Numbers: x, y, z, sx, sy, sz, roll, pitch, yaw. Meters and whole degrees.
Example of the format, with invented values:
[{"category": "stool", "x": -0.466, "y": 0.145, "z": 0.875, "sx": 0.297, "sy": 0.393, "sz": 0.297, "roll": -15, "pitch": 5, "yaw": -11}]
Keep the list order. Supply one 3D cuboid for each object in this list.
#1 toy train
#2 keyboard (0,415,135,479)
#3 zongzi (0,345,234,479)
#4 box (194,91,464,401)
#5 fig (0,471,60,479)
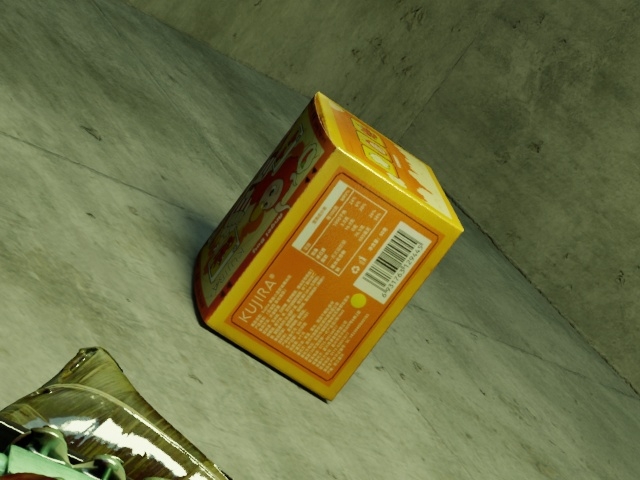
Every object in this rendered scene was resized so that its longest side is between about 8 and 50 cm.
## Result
[{"category": "toy train", "x": -0.185, "y": 0.224, "z": 1.206, "sx": 0.194, "sy": 0.125, "sz": 0.081, "roll": 27, "pitch": 19, "yaw": -24}, {"category": "keyboard", "x": -0.157, "y": 0.232, "z": 1.279, "sx": 0.317, "sy": 0.106, "sz": 0.027, "roll": 32, "pitch": 6, "yaw": -27}, {"category": "zongzi", "x": -0.172, "y": 0.218, "z": 1.316, "sx": 0.248, "sy": 0.111, "sz": 0.241, "roll": 41, "pitch": 23, "yaw": 8}, {"category": "box", "x": 0.000, "y": 0.000, "z": 2.049, "sx": 0.214, "sy": 0.283, "sz": 0.259, "roll": 34, "pitch": 14, "yaw": -17}, {"category": "fig", "x": -0.172, "y": 0.263, "z": 1.091, "sx": 0.231, "sy": 0.143, "sz": 0.160, "roll": 37, "pitch": 43, "yaw": -30}]
